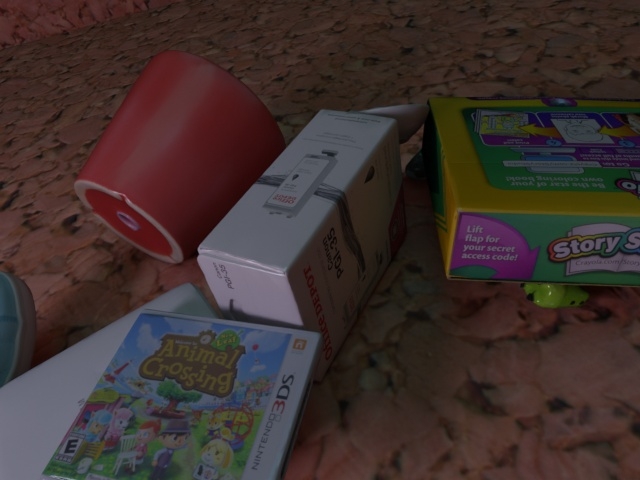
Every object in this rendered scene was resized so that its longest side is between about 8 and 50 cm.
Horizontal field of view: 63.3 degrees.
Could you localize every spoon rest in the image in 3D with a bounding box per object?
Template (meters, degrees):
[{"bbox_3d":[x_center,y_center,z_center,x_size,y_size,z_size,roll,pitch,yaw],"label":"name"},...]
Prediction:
[{"bbox_3d":[0.078,-0.176,0.804,0.137,0.084,0.276,-9,1,-6],"label":"spoon rest"}]

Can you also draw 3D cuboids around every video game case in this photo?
[{"bbox_3d":[-0.122,0.157,0.494,0.213,0.023,0.193,5,46,17],"label":"video game case"}]

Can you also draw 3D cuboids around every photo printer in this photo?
[{"bbox_3d":[-0.216,0.206,0.564,0.308,0.107,0.256,-30,44,-17],"label":"photo printer"}]

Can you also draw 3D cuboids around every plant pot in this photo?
[{"bbox_3d":[-0.230,-0.115,0.827,0.275,0.275,0.243,16,61,31],"label":"plant pot"}]

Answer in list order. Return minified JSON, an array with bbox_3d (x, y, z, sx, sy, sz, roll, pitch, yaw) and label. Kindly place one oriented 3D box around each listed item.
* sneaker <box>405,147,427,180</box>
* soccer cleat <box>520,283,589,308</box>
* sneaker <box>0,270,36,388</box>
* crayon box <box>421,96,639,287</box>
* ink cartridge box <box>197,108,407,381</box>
[{"bbox_3d":[0.200,-0.165,0.878,0.166,0.076,0.065,-40,46,-26],"label":"sneaker"},{"bbox_3d":[0.278,0.023,0.670,0.072,0.060,0.179,9,36,-10],"label":"soccer cleat"},{"bbox_3d":[-0.446,0.177,0.579,0.135,0.150,0.365,2,58,4],"label":"sneaker"},{"bbox_3d":[0.327,-0.077,0.659,0.363,0.106,0.313,2,37,4],"label":"crayon box"},{"bbox_3d":[0.000,0.000,0.654,0.117,0.207,0.283,14,49,26],"label":"ink cartridge box"}]
